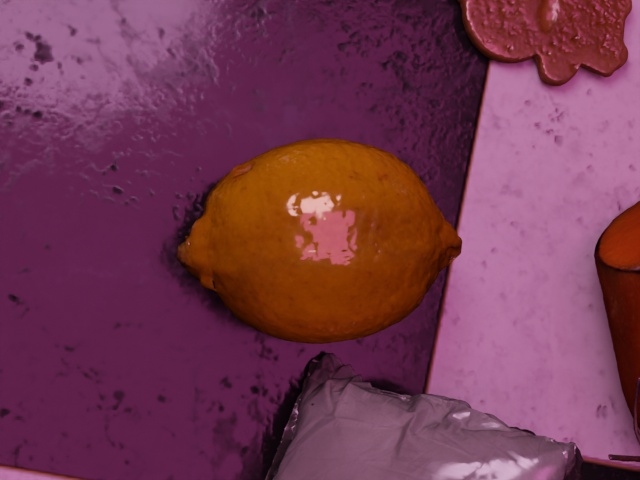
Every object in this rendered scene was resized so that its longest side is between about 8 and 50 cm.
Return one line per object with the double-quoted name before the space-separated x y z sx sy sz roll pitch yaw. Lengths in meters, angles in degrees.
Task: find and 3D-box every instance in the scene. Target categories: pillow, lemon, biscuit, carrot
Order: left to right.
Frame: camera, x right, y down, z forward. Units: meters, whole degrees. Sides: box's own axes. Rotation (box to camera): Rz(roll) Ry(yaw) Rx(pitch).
"lemon" 0.000 0.000 1.105 0.257 0.188 0.188 0 88 -10
"pillow" 0.048 0.273 1.096 0.283 0.138 0.310 20 79 33
"biscuit" 0.226 -0.221 1.241 0.184 0.027 0.133 -5 90 -10
"carrot" 0.375 0.108 1.172 0.214 0.193 0.331 -22 99 -52
